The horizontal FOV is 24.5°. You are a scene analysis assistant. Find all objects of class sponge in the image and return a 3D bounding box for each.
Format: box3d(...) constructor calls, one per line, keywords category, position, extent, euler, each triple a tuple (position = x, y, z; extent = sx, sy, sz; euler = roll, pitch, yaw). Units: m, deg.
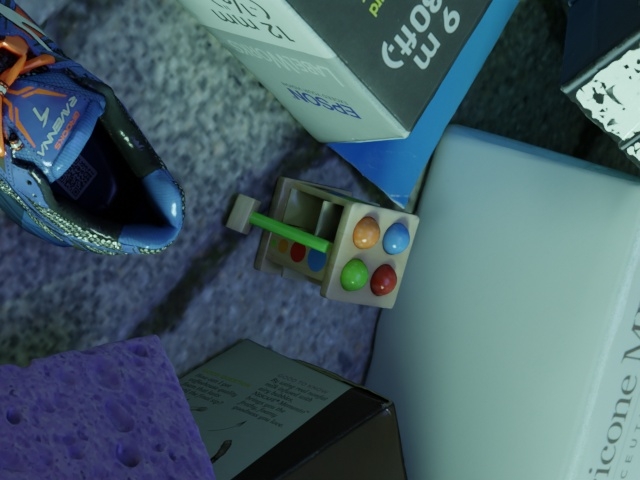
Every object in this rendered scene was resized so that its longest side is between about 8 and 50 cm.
box3d(category="sponge", position=(-0.146, 0.112, 0.605), extent=(0.210, 0.117, 0.031), euler=(-11, 149, -26))

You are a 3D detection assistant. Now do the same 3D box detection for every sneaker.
box3d(category="sneaker", position=(-0.129, -0.063, 0.603), extent=(0.221, 0.087, 0.083), euler=(39, 77, -44))

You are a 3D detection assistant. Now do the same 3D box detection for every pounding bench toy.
box3d(category="pounding bench toy", position=(0.000, 0.000, 0.764), extent=(0.083, 0.065, 0.052), euler=(10, 98, -45))

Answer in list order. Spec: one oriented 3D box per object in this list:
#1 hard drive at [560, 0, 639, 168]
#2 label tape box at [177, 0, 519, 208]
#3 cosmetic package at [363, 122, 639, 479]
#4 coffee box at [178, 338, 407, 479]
box3d(category="hard drive", position=(0.277, -0.052, 0.838), extent=(0.339, 0.064, 0.237), euler=(40, 35, -16))
box3d(category="label tape box", position=(0.040, -0.191, 0.699), extent=(0.348, 0.115, 0.249), euler=(41, 76, -42))
box3d(category="cosmetic package", position=(0.243, 0.089, 0.962), extent=(0.453, 0.161, 0.230), euler=(11, 97, -45))
box3d(category="coffee box", position=(-0.095, 0.195, 0.707), extent=(0.297, 0.119, 0.168), euler=(-30, 122, -33))
